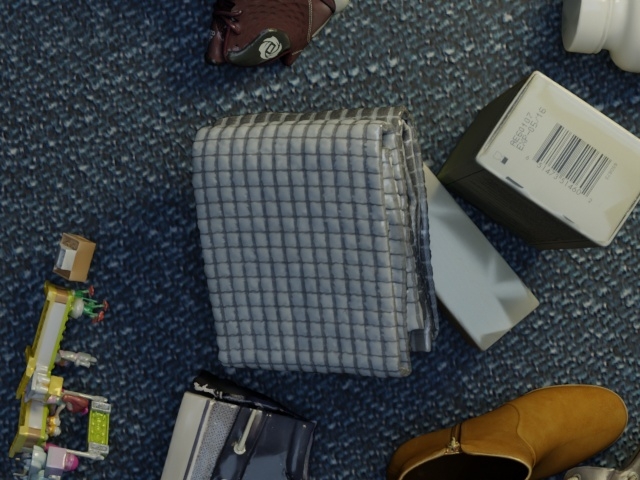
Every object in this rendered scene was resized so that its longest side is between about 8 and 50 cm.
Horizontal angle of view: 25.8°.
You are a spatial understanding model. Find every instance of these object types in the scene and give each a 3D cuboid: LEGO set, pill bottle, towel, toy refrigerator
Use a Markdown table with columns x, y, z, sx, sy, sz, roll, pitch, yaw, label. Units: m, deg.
| x | y | z | sx | sy | sz | roll | pitch | yaw | label |
| --- | --- | --- | --- | --- | --- | --- | --- | --- | --- |
| -0.272 | 0.143 | 1.570 | 0.107 | 0.132 | 0.287 | 15 | 65 | -19 | LEGO set |
| 0.405 | -0.254 | 1.583 | 0.246 | 0.136 | 0.136 | 4 | 89 | -2 | pill bottle |
| 0.000 | 0.000 | 1.504 | 0.235 | 0.121 | 0.283 | 0 | 109 | 24 | towel |
| 0.127 | -0.009 | 1.586 | 0.094 | 0.102 | 0.269 | -40 | 90 | -2 | toy refrigerator |

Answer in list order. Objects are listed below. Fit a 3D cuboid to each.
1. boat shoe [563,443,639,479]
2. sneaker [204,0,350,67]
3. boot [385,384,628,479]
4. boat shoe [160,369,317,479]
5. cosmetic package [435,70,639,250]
| x | y | z | sx | sy | sz | roll | pitch | yaw | label |
| --- | --- | --- | --- | --- | --- | --- | --- | --- | --- |
| 0.316 | 0.317 | 1.563 | 0.355 | 0.132 | 0.130 | -33 | 70 | -26 | boat shoe |
| -0.109 | -0.280 | 1.544 | 0.281 | 0.106 | 0.162 | 30 | 99 | -29 | sneaker |
| 0.218 | 0.235 | 1.532 | 0.295 | 0.211 | 0.104 | -13 | 91 | -3 | boot |
| -0.108 | 0.327 | 1.557 | 0.158 | 0.127 | 0.340 | 14 | 88 | 5 | boat shoe |
| 0.232 | -0.075 | 1.488 | 0.160 | 0.309 | 0.113 | 34 | 89 | -3 | cosmetic package |
